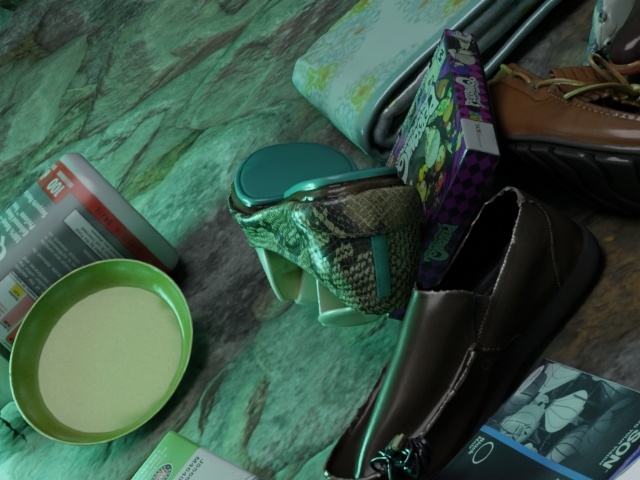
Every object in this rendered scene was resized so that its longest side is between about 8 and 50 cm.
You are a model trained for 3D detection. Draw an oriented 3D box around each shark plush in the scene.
[{"bbox_3d":[0.324,-0.235,1.784,0.067,0.073,0.161,149,136,-65],"label":"shark plush"}]

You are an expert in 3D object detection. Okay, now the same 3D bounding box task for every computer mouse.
[{"bbox_3d":[0.081,0.255,1.303,0.106,0.042,0.193,124,141,-66],"label":"computer mouse"}]

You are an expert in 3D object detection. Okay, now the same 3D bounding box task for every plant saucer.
[{"bbox_3d":[-0.258,0.138,1.913,0.241,0.037,0.241,-9,61,16],"label":"plant saucer"}]

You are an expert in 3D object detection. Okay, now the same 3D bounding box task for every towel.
[{"bbox_3d":[0.150,-0.277,2.017,0.374,0.090,0.320,-42,24,1],"label":"towel"}]

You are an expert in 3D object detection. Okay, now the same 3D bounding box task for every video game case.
[{"bbox_3d":[0.115,-0.067,1.646,0.210,0.042,0.232,-94,21,-49],"label":"video game case"}]

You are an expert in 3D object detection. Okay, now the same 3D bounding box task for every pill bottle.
[{"bbox_3d":[-0.378,0.078,2.069,0.363,0.210,0.210,-45,27,-4],"label":"pill bottle"}]

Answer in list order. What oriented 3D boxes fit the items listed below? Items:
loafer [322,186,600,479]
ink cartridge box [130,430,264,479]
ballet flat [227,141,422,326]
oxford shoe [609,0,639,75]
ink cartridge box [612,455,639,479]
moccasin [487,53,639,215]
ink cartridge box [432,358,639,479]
[{"bbox_3d":[0.108,0.095,1.470,0.366,0.130,0.134,-53,28,-20],"label":"loafer"},{"bbox_3d":[-0.096,0.310,1.429,0.198,0.115,0.273,-52,33,-16],"label":"ink cartridge box"},{"bbox_3d":[0.000,0.000,1.690,0.164,0.182,0.483,-10,9,-11],"label":"ballet flat"},{"bbox_3d":[0.376,-0.291,1.707,0.097,0.098,0.271,3,52,55],"label":"oxford shoe"},{"bbox_3d":[0.392,0.155,0.913,0.330,0.071,0.324,-43,53,5],"label":"ink cartridge box"},{"bbox_3d":[0.266,-0.117,1.584,0.147,0.139,0.380,-54,18,-4],"label":"moccasin"},{"bbox_3d":[0.196,0.186,1.209,0.165,0.065,0.333,-46,13,-8],"label":"ink cartridge box"}]
